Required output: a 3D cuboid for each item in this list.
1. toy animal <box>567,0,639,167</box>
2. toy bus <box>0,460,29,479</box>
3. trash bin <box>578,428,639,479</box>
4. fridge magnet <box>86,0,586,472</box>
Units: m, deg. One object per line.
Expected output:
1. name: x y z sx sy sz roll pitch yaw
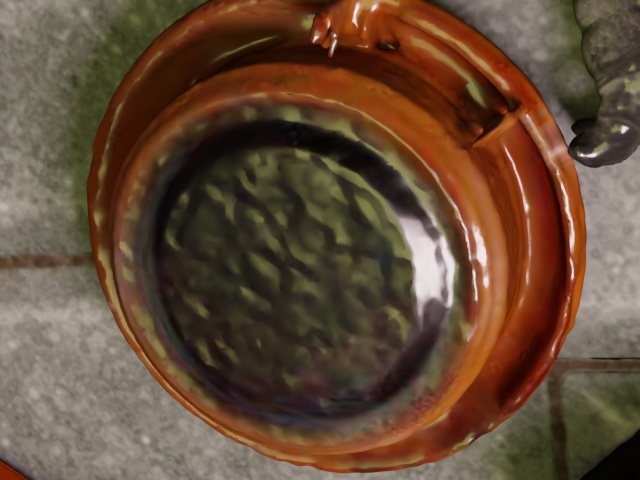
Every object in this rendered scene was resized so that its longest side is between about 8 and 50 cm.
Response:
1. toy animal: 0.221 -0.120 0.880 0.168 0.106 0.343 -31 94 21
2. toy bus: -0.270 0.280 1.161 0.329 0.143 0.153 33 110 7
3. trash bin: 0.300 0.258 0.926 0.277 0.217 0.262 -37 95 1
4. fridge magnet: 0.000 0.000 0.965 0.364 0.155 0.363 6 110 16
